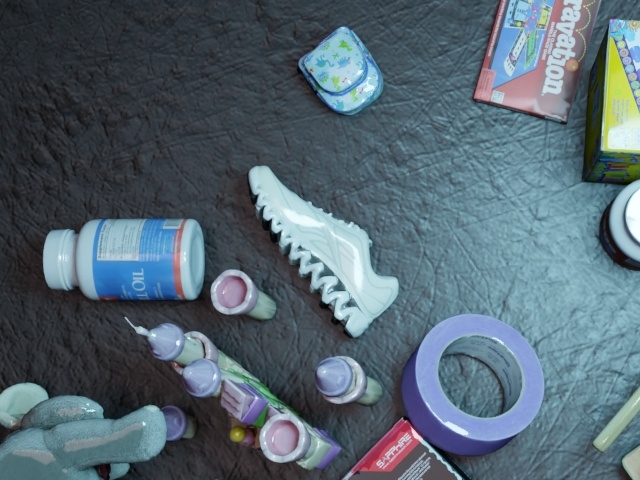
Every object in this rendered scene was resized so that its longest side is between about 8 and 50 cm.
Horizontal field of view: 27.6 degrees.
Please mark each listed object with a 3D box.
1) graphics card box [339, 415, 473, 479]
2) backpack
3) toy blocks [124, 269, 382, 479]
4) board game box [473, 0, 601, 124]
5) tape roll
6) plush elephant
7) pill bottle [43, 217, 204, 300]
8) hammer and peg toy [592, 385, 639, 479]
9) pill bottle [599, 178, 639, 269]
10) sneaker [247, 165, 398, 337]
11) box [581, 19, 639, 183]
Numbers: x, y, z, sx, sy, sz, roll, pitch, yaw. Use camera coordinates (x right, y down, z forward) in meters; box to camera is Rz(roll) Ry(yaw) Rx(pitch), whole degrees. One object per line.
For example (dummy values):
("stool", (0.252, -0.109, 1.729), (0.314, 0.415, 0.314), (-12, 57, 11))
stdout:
("graphics card box", (0.173, 0.461, 1.859), (0.371, 0.094, 0.233), (44, 91, 9))
("backpack", (0.033, -0.248, 1.942), (0.105, 0.084, 0.114), (-37, 85, 5))
("toy blocks", (-0.124, 0.227, 1.797), (0.289, 0.260, 0.309), (36, 91, 26))
("board game box", (0.335, -0.326, 1.942), (0.145, 0.027, 0.281), (15, 87, 7))
("tape roll", (0.215, 0.205, 1.844), (0.189, 0.080, 0.189), (5, 64, -10))
("plush elephant", (-0.382, 0.339, 1.873), (0.330, 0.255, 0.271), (5, 95, 0))
("pill bottle", (-0.291, 0.029, 1.937), (0.222, 0.124, 0.124), (-1, 85, 8))
("hammer and peg toy", (0.555, 0.295, 1.812), (0.266, 0.127, 0.361), (-38, 82, 4))
("pill bottle", (0.457, -0.024, 1.805), (0.121, 0.216, 0.121), (-1, 85, 7))
("sneaker", (0.000, 0.000, 1.922), (0.118, 0.110, 0.292), (-37, 90, -5))
("box", (0.514, -0.173, 1.775), (0.279, 0.290, 0.177), (5, 85, 7))
